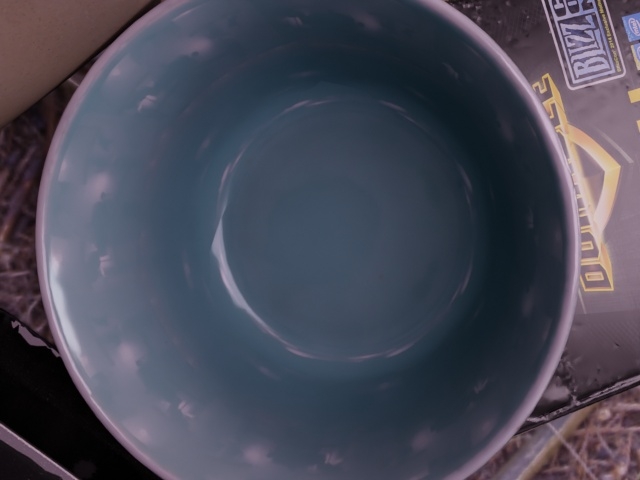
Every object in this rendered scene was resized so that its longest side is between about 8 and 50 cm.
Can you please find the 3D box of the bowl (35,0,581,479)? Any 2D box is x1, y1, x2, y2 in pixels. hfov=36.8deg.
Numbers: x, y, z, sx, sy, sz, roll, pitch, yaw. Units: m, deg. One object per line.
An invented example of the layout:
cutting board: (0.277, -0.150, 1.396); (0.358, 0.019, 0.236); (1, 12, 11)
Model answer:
bowl: (0.000, 0.000, 0.602); (0.311, 0.163, 0.312); (1, 95, 12)

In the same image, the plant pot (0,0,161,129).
plant pot: (-0.275, -0.124, 0.534); (0.256, 0.256, 0.274); (42, 91, -10)

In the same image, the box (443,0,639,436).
box: (0.180, -0.041, 0.740); (0.257, 0.079, 0.322); (-17, 91, -19)

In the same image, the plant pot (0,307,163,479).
plant pot: (-0.183, 0.173, 0.567); (0.187, 0.188, 0.167); (40, 90, -11)
